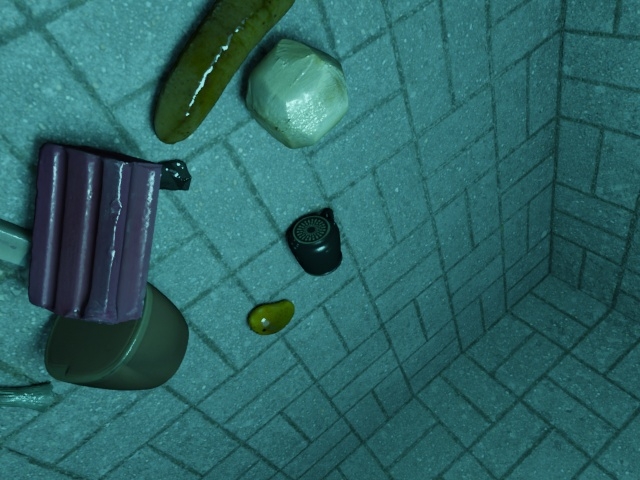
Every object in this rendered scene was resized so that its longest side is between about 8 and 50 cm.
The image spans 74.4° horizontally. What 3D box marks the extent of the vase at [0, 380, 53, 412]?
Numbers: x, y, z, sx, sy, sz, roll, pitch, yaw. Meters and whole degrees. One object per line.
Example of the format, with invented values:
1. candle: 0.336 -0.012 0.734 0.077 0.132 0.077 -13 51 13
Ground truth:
1. vase: -0.799 0.411 1.106 0.149 0.081 0.081 22 103 -45

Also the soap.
1. soap: -0.489 -0.012 0.907 0.128 0.233 0.359 -16 120 -68

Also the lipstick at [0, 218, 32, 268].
1. lipstick: -0.729 -0.023 0.892 0.066 0.068 0.317 -53 134 3

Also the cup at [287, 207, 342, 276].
1. cup: 0.000 0.000 1.402 0.223 0.169 0.176 -61 148 -34

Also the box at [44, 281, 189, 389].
1. box: -0.504 0.250 1.084 0.301 0.301 0.216 -42 144 -7

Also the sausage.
1. sausage: -0.232 -0.435 0.964 0.500 0.123 0.136 -52 164 3

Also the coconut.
1. coconut: -0.050 -0.374 1.063 0.247 0.245 0.245 -50 135 -1

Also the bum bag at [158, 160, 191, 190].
1. bum bag: -0.417 -0.155 1.053 0.198 0.049 0.087 -9 127 -33

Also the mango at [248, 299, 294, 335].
1. mango: -0.171 0.275 1.490 0.178 0.090 0.115 -9 115 -42
